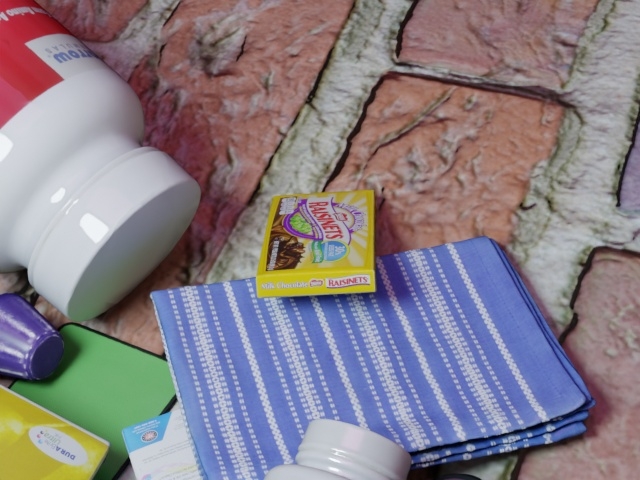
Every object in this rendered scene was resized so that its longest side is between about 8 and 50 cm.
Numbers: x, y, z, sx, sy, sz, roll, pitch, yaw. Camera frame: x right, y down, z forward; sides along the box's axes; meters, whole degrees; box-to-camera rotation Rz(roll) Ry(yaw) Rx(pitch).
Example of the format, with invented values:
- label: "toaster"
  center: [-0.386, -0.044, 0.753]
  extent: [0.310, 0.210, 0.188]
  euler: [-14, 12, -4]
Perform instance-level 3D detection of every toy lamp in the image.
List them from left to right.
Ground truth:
- label: "toy lamp"
  center: [-0.356, 0.058, 1.216]
  extent: [0.275, 0.080, 0.080]
  euler: [24, 55, 29]

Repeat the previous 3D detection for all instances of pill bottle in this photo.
- label: "pill bottle"
  center: [-0.318, -0.119, 1.218]
  extent: [0.408, 0.229, 0.229]
  euler: [41, 61, 11]
- label: "pill bottle"
  center: [-0.007, 0.244, 0.933]
  extent: [0.117, 0.117, 0.215]
  euler: [14, 67, 20]

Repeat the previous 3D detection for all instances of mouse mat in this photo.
- label: "mouse mat"
  center: [-0.224, 0.160, 1.151]
  extent: [0.153, 0.007, 0.189]
  euler: [19, 52, 24]

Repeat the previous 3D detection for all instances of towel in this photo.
- label: "towel"
  center: [0.041, 0.098, 1.113]
  extent: [0.336, 0.040, 0.243]
  euler: [-9, 44, -14]

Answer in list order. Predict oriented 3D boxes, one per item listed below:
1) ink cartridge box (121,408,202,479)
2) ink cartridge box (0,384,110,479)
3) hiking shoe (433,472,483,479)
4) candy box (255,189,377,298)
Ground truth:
- label: "ink cartridge box"
  center: [-0.104, 0.201, 1.065]
  extent: [0.088, 0.052, 0.122]
  euler: [-19, 46, -10]
- label: "ink cartridge box"
  center: [-0.370, 0.217, 0.996]
  extent: [0.304, 0.072, 0.307]
  euler: [29, 52, -1]
- label: "hiking shoe"
  center: [0.100, 0.283, 0.905]
  extent: [0.113, 0.132, 0.304]
  euler: [0, 47, 8]
- label: "candy box"
  center: [0.000, 0.000, 1.201]
  extent: [0.105, 0.027, 0.206]
  euler: [-1, 22, 2]
